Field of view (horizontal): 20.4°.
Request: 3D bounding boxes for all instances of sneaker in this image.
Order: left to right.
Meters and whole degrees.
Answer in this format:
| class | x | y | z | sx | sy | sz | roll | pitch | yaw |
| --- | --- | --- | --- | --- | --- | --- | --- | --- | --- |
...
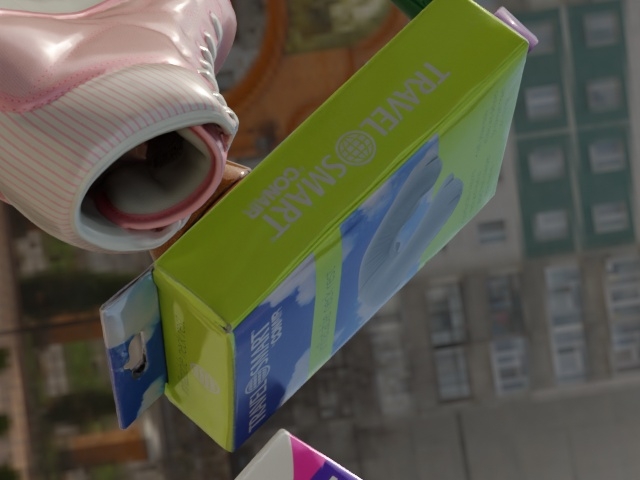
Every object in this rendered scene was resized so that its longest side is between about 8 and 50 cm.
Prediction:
| class | x | y | z | sx | sy | sz | roll | pitch | yaw |
| --- | --- | --- | --- | --- | --- | --- | --- | --- | --- |
| sneaker | -0.043 | -0.031 | 0.437 | 0.051 | 0.070 | 0.134 | -63 | 162 | 21 |

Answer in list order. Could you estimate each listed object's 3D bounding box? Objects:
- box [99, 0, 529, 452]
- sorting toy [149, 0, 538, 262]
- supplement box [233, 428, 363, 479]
| class | x | y | z | sx | sy | sz | roll | pitch | yaw |
| --- | --- | --- | --- | --- | --- | --- | --- | --- | --- |
| box | 0.000 | 0.000 | 0.646 | 0.042 | 0.178 | 0.109 | 39 | -23 | 18 |
| sorting toy | -0.001 | -0.072 | 1.032 | 0.365 | 0.126 | 0.127 | -45 | 176 | -46 |
| supplement box | -0.041 | 0.208 | 0.808 | 0.220 | 0.111 | 0.114 | -46 | 161 | -45 |
